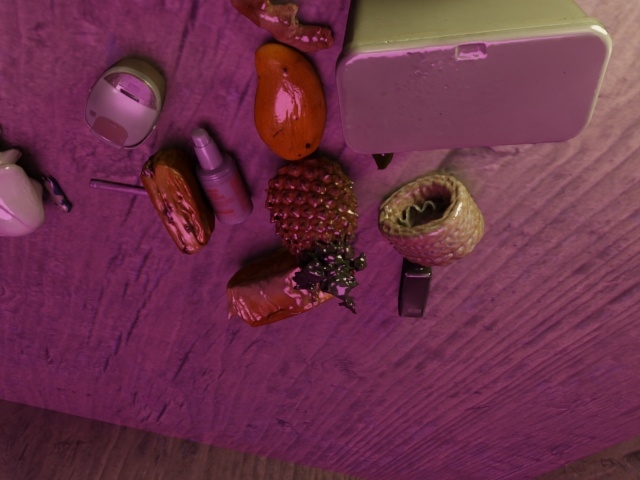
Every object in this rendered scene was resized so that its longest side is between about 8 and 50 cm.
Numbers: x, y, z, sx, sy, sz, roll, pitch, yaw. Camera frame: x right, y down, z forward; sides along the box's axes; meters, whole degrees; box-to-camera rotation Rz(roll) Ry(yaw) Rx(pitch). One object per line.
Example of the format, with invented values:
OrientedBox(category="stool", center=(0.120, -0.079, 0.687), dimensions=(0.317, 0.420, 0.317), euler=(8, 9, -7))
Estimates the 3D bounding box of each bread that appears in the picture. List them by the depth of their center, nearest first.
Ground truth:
OrientedBox(category="bread", center=(-0.328, -0.103, 1.155), dimensions=(0.099, 0.210, 0.235), euler=(-23, 113, 2))
OrientedBox(category="bread", center=(-0.084, 0.121, 1.370), dimensions=(0.389, 0.236, 0.183), euler=(-17, 116, 33))

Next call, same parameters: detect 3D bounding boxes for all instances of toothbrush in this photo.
OrientedBox(category="toothbrush", center=(-0.435, -0.120, 1.281), dimensions=(0.354, 0.029, 0.024), euler=(10, 122, -3))

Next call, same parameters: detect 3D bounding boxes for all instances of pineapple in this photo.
OrientedBox(category="pineapple", center=(-0.001, 0.000, 1.114), dimensions=(0.223, 0.357, 0.223), euler=(-12, 157, -5))

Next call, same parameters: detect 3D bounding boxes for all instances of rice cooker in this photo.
OrientedBox(category="rice cooker", center=(-0.414, -0.291, 1.032), dimensions=(0.145, 0.127, 0.206), euler=(31, 135, -23))

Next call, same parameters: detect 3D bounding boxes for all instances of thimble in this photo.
OrientedBox(category="thimble", center=(0.265, -0.042, 1.165), dimensions=(0.229, 0.196, 0.148), euler=(-25, 130, 27))

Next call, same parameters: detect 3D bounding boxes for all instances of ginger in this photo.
OrientedBox(category="ginger", center=(-0.102, -0.426, 0.892), dimensions=(0.288, 0.075, 0.089), euler=(24, 162, -25))

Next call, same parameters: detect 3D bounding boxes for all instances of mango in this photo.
OrientedBox(category="mango", center=(-0.067, -0.279, 1.012), dimensions=(0.157, 0.109, 0.262), euler=(-5, 138, 7))

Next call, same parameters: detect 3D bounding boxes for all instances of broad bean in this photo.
OrientedBox(category="broad bean", center=(0.144, -0.256, 1.063), dimensions=(0.065, 0.046, 0.254), euler=(7, 136, 0))

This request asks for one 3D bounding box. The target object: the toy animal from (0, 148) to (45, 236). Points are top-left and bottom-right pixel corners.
OrientedBox(category="toy animal", center=(-0.817, -0.137, 1.200), dimensions=(0.289, 0.174, 0.249), euler=(35, 130, -26))

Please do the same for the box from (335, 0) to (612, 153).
OrientedBox(category="box", center=(0.212, -0.311, 0.781), dimensions=(0.352, 0.344, 0.177), euler=(-3, 135, 9))

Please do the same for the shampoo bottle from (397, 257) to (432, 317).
OrientedBox(category="shampoo bottle", center=(0.278, 0.130, 1.430), dimensions=(0.080, 0.079, 0.246), euler=(1, 136, 3))

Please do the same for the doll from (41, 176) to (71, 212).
OrientedBox(category="doll", center=(-0.716, -0.123, 1.310), dimensions=(0.037, 0.027, 0.125), euler=(3, 137, 13))

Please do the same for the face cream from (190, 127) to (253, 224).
OrientedBox(category="face cream", center=(-0.247, -0.158, 1.168), dimensions=(0.101, 0.101, 0.251), euler=(-6, 135, 12))
